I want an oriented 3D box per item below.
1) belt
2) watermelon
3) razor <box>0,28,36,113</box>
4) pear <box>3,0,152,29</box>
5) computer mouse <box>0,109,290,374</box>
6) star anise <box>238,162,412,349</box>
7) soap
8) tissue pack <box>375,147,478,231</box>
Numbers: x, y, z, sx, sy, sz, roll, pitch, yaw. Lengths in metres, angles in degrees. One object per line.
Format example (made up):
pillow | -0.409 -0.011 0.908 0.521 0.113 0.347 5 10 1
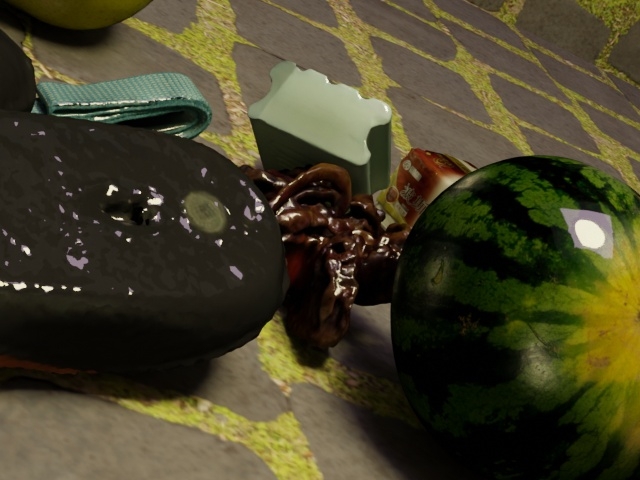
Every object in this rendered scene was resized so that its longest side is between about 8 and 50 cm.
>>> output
belt | -0.186 -0.095 1.123 0.179 0.100 0.065 -5 39 -31
watermelon | 0.182 0.067 0.975 0.269 0.269 0.269 26 22 -11
razor | -0.342 -0.118 0.908 0.189 0.107 0.327 34 22 6
pear | -0.262 -0.361 1.330 0.294 0.294 0.294 26 22 -11
computer mouse | -0.165 0.006 0.843 0.323 0.116 0.183 6 47 -39
star anise | 0.000 0.000 1.068 0.190 0.126 0.220 27 19 -18
soap | 0.003 -0.087 1.189 0.119 0.067 0.198 24 -13 9
tissue pack | 0.144 -0.014 1.303 0.106 0.099 0.149 10 29 -42
